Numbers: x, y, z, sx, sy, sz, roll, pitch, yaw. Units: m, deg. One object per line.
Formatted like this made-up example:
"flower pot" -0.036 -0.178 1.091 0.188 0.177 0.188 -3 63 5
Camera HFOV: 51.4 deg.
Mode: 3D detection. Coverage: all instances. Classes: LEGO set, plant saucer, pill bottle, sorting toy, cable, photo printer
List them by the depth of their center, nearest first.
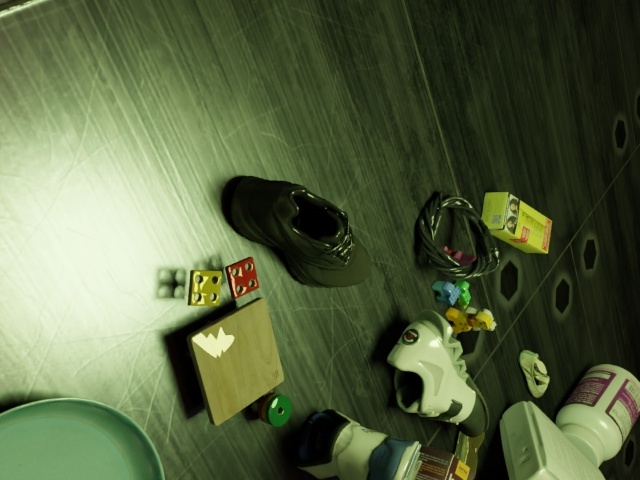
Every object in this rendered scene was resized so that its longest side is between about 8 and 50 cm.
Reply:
"plant saucer" -0.316 0.328 0.731 0.318 0.044 0.317 -3 95 -46
"sorting toy" -0.126 0.154 0.917 0.132 0.046 0.274 -28 113 -42
"cable" 0.256 -0.009 1.279 0.151 0.047 0.184 -13 71 -19
"LEGO set" 0.303 0.126 1.337 0.087 0.093 0.227 -51 127 -32
"photo printer" 0.536 0.533 1.460 0.307 0.107 0.256 44 21 -11
"pill bottle" 0.729 0.474 1.760 0.301 0.169 0.169 -32 115 -40

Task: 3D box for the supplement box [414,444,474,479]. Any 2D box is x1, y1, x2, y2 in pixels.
"supplement box" 0.215 0.507 1.279 0.104 0.081 0.188 44 62 -39

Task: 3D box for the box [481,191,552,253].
"box" 0.446 -0.036 1.504 0.232 0.058 0.087 22 76 -46

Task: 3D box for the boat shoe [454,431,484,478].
"boat shoe" 0.309 0.430 1.408 0.056 0.048 0.153 26 66 -32

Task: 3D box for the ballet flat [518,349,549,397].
"ballet flat" 0.529 0.333 1.622 0.057 0.052 0.168 -55 129 -29

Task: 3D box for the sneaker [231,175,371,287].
"sneaker" 0.000 0.000 0.982 0.286 0.130 0.109 32 68 -45

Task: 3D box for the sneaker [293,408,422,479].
"sneaker" 0.060 0.358 1.077 0.127 0.182 0.315 -56 159 -26

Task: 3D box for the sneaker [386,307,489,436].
"sneaker" 0.210 0.284 1.251 0.146 0.122 0.330 -41 123 -16
